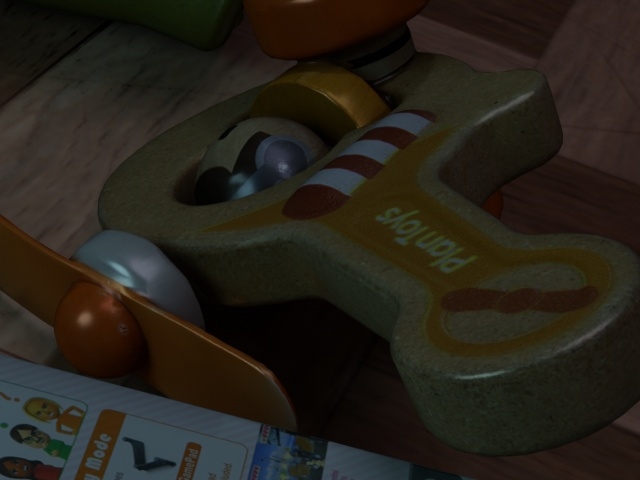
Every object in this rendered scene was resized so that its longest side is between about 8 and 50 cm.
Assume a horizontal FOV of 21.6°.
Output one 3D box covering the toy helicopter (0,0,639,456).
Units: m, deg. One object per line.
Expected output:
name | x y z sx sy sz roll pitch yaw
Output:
toy helicopter | 0.000 0.000 0.638 0.235 0.140 0.355 -25 23 -13

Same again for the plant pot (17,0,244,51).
plant pot | -0.158 -0.277 0.879 0.353 0.366 0.366 26 32 -5

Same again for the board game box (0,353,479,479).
board game box | -0.025 0.155 0.466 0.303 0.097 0.224 16 31 -1
